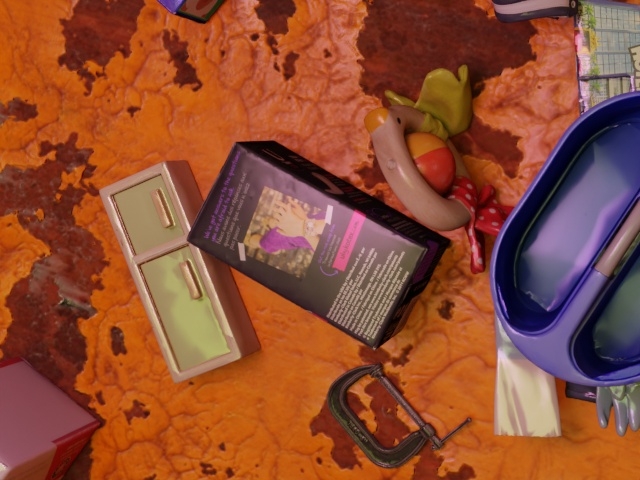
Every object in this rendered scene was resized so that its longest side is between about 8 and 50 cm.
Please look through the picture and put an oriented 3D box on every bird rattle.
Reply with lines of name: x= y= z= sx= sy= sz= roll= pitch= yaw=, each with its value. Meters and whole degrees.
bird rattle: x=0.133 y=-0.076 z=1.701 sx=0.143 sy=0.207 sz=0.253 roll=-23 pitch=78 yaw=33

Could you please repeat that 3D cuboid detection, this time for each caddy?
caddy: x=0.341 y=-0.001 z=1.580 sx=0.241 sy=0.179 sz=0.341 roll=34 pitch=96 yaw=12

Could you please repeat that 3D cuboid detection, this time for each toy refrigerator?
toy refrigerator: x=-0.182 y=0.039 z=1.838 sx=0.102 sy=0.094 sz=0.269 roll=-22 pitch=88 yaw=16

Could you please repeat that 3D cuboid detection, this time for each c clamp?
c clamp: x=0.092 y=0.218 z=1.819 sx=0.161 sy=0.022 sz=0.137 roll=44 pitch=108 yaw=6

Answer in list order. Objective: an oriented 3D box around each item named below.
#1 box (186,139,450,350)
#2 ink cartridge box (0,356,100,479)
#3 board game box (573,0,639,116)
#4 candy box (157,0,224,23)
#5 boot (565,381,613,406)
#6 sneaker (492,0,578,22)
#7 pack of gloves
box: x=0.000 y=0.000 z=1.750 sx=0.270 sy=0.165 sz=0.143 roll=30 pitch=101 yaw=11
ink cartridge box: x=-0.496 y=0.363 z=1.851 sx=0.160 sy=0.279 sz=0.384 roll=38 pitch=103 yaw=9
board game box: x=0.403 y=-0.200 z=1.684 sx=0.194 sy=0.060 sz=0.194 roll=-3 pitch=93 yaw=16
candy box: x=-0.158 y=-0.481 z=1.780 sx=0.268 sy=0.122 sz=0.317 roll=44 pitch=104 yaw=9
boot: x=0.389 y=0.158 z=1.715 sx=0.190 sy=0.069 sz=0.086 roll=5 pitch=100 yaw=23
sneaker: x=0.295 y=-0.361 z=1.668 sx=0.282 sy=0.099 sz=0.153 roll=-33 pitch=120 yaw=-18
pack of gloves: x=0.307 y=0.118 z=1.699 sx=0.195 sy=0.046 sz=0.232 roll=0 pitch=89 yaw=12
